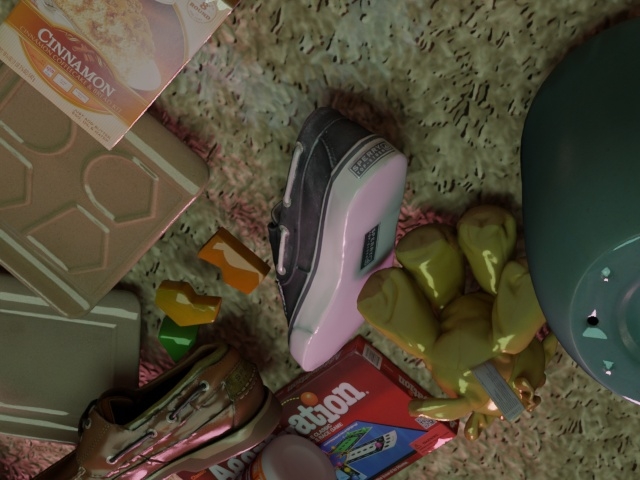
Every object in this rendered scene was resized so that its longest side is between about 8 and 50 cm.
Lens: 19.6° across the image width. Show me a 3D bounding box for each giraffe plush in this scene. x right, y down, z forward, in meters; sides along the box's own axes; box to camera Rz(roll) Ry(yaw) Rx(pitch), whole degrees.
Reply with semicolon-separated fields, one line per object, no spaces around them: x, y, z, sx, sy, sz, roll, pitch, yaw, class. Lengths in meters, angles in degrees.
0.153;0.094;1.702;0.181;0.210;0.170;-22;155;11;giraffe plush

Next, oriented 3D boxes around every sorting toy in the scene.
-0.272;0.117;1.873;0.347;0.047;0.196;8;124;2;sorting toy
-0.205;-0.030;1.727;0.307;0.041;0.229;41;122;-7;sorting toy

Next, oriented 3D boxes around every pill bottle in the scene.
-0.056;0.272;1.885;0.086;0.086;0.152;31;127;-12;pill bottle

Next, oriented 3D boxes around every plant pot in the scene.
0.296;-0.001;1.480;0.293;0.235;0.293;6;126;8;plant pot

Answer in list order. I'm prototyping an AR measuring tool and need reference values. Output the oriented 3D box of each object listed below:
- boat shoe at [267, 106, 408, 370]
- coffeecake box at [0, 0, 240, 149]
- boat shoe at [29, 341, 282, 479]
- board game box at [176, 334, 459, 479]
0.000;0.000;1.692;0.102;0.108;0.301;40;147;22;boat shoe
-0.172;-0.193;1.573;0.142;0.068;0.185;40;120;-8;coffeecake box
-0.192;0.192;1.829;0.307;0.111;0.104;-29;112;13;boat shoe
-0.007;0.213;1.902;0.145;0.027;0.281;41;125;-17;board game box
